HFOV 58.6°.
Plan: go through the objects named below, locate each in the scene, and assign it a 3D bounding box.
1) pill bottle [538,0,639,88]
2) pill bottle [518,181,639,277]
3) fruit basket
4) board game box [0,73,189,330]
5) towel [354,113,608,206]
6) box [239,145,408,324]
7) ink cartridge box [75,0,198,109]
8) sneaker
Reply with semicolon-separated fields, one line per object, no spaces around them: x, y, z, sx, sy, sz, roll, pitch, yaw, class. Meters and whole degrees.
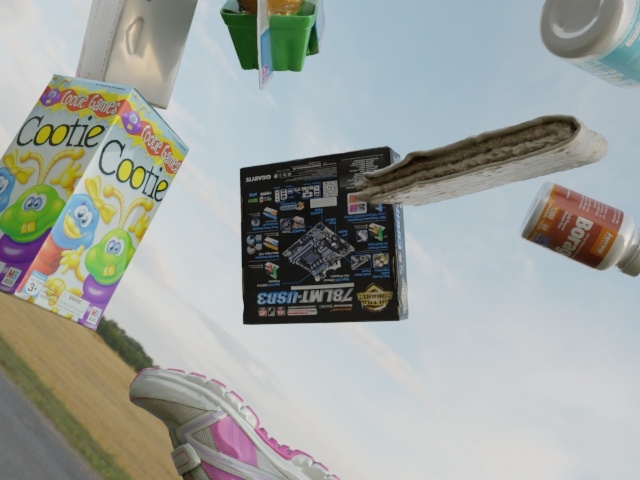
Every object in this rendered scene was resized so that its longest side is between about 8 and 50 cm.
0.494;-0.337;0.938;0.264;0.146;0.146;7;0;-34;pill bottle
0.496;-0.016;1.063;0.216;0.121;0.121;25;-25;12;pill bottle
-0.062;-0.473;0.937;0.166;0.327;0.353;9;-51;-1;fruit basket
-0.312;-0.051;0.723;0.144;0.275;0.142;14;-20;24;board game box
0.198;-0.094;0.717;0.282;0.187;0.049;-13;-95;35;towel
0.000;0.000;1.011;0.296;0.293;0.073;-5;-5;22;box
-0.381;-0.394;1.141;0.131;0.226;0.306;12;9;-37;ink cartridge box
-0.095;0.222;0.553;0.252;0.111;0.103;35;-29;9;sneaker
